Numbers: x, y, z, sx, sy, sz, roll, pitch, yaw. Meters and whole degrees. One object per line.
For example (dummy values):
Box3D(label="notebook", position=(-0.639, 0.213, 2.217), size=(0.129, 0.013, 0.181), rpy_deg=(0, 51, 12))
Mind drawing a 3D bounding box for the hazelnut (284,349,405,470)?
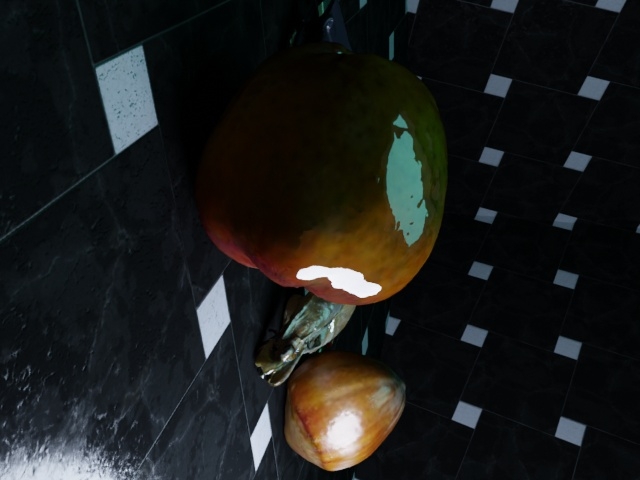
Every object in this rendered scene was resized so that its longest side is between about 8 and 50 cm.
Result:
Box3D(label="hazelnut", position=(0.066, 0.475, 1.754), size=(0.372, 0.372, 0.315), rpy_deg=(60, 10, -66))

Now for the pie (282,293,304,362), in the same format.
Box3D(label="pie", position=(-0.069, 0.247, 1.698), size=(0.195, 0.046, 0.195), rpy_deg=(6, 90, -76))

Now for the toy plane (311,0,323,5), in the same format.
Box3D(label="toy plane", position=(0.035, -0.646, 1.466), size=(0.316, 0.103, 0.204), rpy_deg=(-106, -150, -62))

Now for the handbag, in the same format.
Box3D(label="handbag", position=(-0.006, -0.406, 1.558), size=(0.329, 0.121, 0.303), rpy_deg=(64, 36, -64))

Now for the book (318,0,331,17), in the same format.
Box3D(label="book", position=(0.020, -0.834, 1.677), size=(0.264, 0.031, 0.379), rpy_deg=(-66, 156, -51))

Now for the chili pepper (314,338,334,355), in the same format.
Box3D(label="chili pepper", position=(0.001, 0.202, 1.909), size=(0.137, 0.091, 0.369), rpy_deg=(3, 86, -54))

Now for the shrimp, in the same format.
Box3D(label="shrimp", position=(-0.021, 0.223, 1.606), size=(0.445, 0.110, 0.221), rpy_deg=(-35, 141, -48))

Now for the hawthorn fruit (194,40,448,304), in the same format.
Box3D(label="hawthorn fruit", position=(0.014, -0.124, 1.110), size=(0.472, 0.471, 0.472), rpy_deg=(5, 90, -75))
